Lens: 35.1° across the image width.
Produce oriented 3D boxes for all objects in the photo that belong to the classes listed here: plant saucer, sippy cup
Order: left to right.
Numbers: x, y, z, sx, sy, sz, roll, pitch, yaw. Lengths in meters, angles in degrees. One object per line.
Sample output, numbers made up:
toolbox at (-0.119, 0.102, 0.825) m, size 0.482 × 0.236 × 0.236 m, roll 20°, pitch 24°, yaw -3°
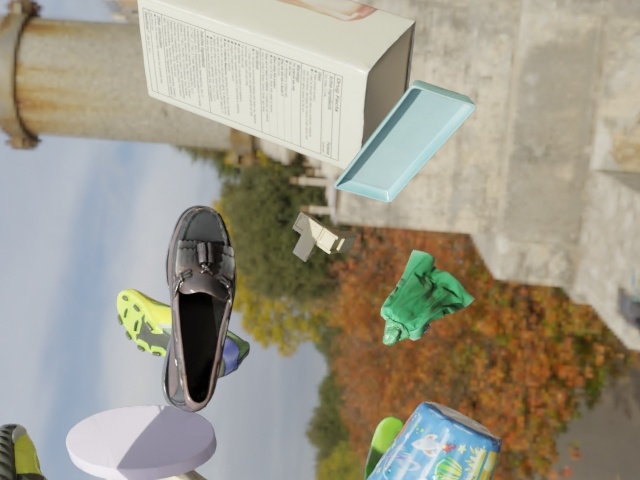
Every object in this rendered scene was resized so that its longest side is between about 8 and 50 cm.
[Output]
plant saucer at (0.079, -0.095, 0.993) m, size 0.192 × 0.067 × 0.018 m, roll 131°, pitch 150°, yaw -57°
sippy cup at (0.210, 0.422, 1.826) m, size 0.224 × 0.306 × 0.240 m, roll -64°, pitch -20°, yaw 3°

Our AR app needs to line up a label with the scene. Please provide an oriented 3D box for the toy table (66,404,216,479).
toy table at (-0.300, 0.405, 1.787) m, size 0.252 × 0.274 × 0.160 m, roll -46°, pitch -47°, yaw -49°

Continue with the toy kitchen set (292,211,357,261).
toy kitchen set at (0.000, 0.000, 1.718) m, size 0.075 × 0.083 × 0.068 m, roll -6°, pitch -53°, yaw -60°

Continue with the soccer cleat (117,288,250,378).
soccer cleat at (-0.256, 0.165, 1.857) m, size 0.121 × 0.289 × 0.093 m, roll -25°, pitch -47°, yaw -47°

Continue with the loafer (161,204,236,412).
loafer at (-0.167, 0.097, 1.452) m, size 0.095 × 0.109 × 0.302 m, roll 171°, pitch 104°, yaw -70°

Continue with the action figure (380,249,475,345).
action figure at (0.158, 0.111, 1.682) m, size 0.232 × 0.137 × 0.063 m, roll -38°, pitch -20°, yaw -54°

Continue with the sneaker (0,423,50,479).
sneaker at (-0.384, 0.417, 1.357) m, size 0.145 × 0.147 × 0.384 m, roll -57°, pitch 39°, yaw 33°

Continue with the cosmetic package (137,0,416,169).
cosmetic package at (-0.052, -0.211, 1.179) m, size 0.129 × 0.296 × 0.153 m, roll -51°, pitch -24°, yaw -39°
